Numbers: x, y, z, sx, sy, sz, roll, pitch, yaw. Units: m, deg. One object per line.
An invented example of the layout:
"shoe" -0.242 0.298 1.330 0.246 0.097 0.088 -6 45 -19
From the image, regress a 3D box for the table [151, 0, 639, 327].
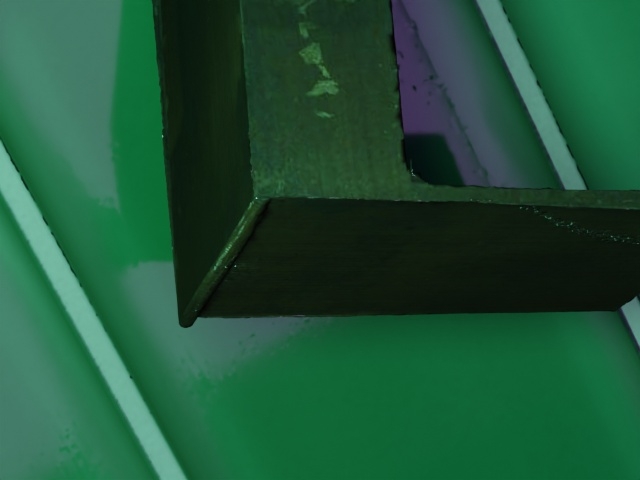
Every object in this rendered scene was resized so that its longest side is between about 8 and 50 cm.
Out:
"table" 0.064 -0.096 0.990 0.282 0.196 0.250 0 68 -17
